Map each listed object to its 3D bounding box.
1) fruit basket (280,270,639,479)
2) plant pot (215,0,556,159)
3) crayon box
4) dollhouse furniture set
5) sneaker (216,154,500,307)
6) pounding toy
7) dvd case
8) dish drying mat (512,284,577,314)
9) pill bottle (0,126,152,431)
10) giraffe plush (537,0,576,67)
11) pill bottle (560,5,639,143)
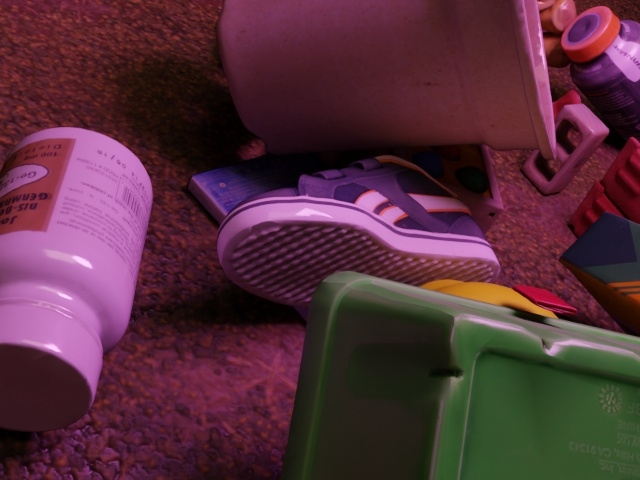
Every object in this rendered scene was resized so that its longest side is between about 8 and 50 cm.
[{"bbox_3d":[0.143,0.159,0.695,0.392,0.392,0.283,14,77,-18],"label":"fruit basket"},{"bbox_3d":[0.068,-0.225,0.919,0.305,0.334,0.334,-9,36,18],"label":"plant pot"},{"bbox_3d":[0.389,0.097,0.852,0.202,0.081,0.318,44,3,-19],"label":"crayon box"},{"bbox_3d":[0.400,-0.136,1.223,0.201,0.152,0.374,-8,51,-37],"label":"dollhouse furniture set"},{"bbox_3d":[0.029,-0.012,0.847,0.321,0.126,0.127,10,45,-39],"label":"sneaker"},{"bbox_3d":[0.100,-0.101,1.047,0.206,0.094,0.181,17,40,-16],"label":"pounding toy"},{"bbox_3d":[0.000,0.000,0.932,0.180,0.022,0.253,-21,60,-45],"label":"dvd case"},{"bbox_3d":[0.169,0.045,0.661,0.032,0.008,0.083,14,6,0],"label":"dish drying mat"},{"bbox_3d":[-0.210,0.026,0.685,0.131,0.131,0.229,16,40,-16],"label":"pill bottle"},{"bbox_3d":[0.295,-0.357,1.427,0.210,0.181,0.170,-13,33,3],"label":"giraffe plush"},{"bbox_3d":[0.477,-0.251,1.354,0.245,0.130,0.130,38,33,-28],"label":"pill bottle"}]
